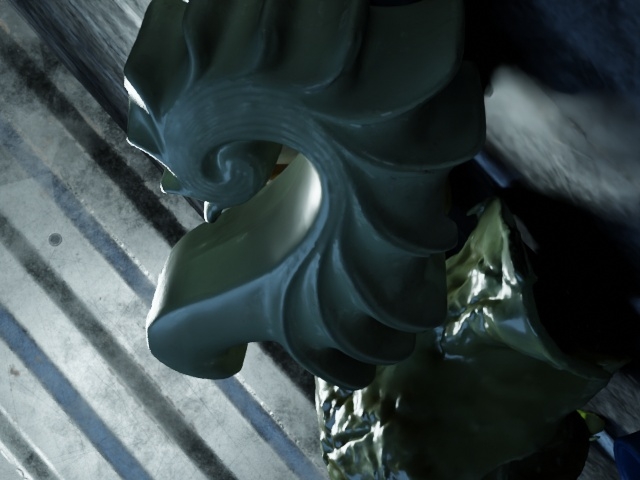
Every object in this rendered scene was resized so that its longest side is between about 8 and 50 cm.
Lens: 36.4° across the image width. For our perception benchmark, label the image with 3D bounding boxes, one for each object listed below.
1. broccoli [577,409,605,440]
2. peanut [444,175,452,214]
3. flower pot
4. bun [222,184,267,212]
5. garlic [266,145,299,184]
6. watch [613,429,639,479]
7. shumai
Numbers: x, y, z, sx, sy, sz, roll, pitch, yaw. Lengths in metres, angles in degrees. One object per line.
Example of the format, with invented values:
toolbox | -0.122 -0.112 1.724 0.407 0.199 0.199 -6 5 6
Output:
broccoli | 0.288 0.237 1.247 0.204 0.118 0.122 -20 82 63
peanut | 0.053 -0.041 1.064 0.130 0.130 0.290 50 172 -10
flower pot | -0.014 -0.031 0.773 0.165 0.254 0.368 -84 -2 -50
bun | -0.067 -0.105 1.214 0.231 0.133 0.231 -8 -90 -79
garlic | -0.017 -0.145 0.885 0.160 0.191 0.214 26 154 18
watch | 0.345 0.237 0.836 0.200 0.171 0.196 64 171 -2
shumai | 0.126 0.087 0.931 0.330 0.291 0.289 45 148 50
